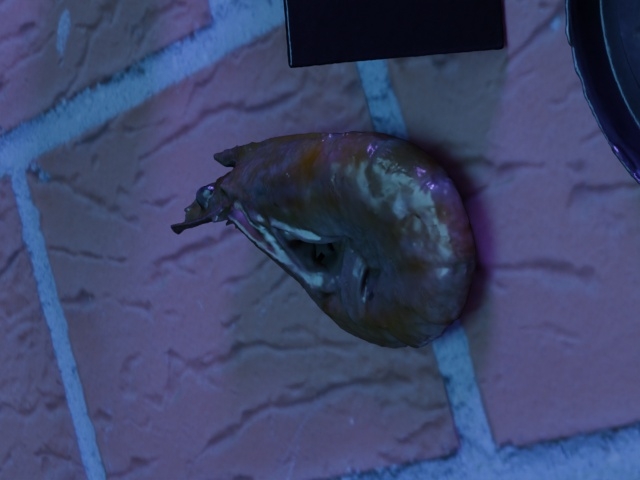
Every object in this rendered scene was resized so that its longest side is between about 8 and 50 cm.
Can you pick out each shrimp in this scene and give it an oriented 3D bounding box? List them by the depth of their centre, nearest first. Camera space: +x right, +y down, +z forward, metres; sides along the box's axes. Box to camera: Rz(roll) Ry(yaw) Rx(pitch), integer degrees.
[{"bbox_3d":[0.000,0.000,1.458,0.317,0.077,0.168,1,103,49],"label":"shrimp"}]

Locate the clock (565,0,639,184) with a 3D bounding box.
[{"bbox_3d":[0.257,-0.137,1.098,0.280,0.055,0.280,20,116,48],"label":"clock"}]

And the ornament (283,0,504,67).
[{"bbox_3d":[0.023,-0.218,1.369,0.196,0.153,0.166,-151,56,-73],"label":"ornament"}]
